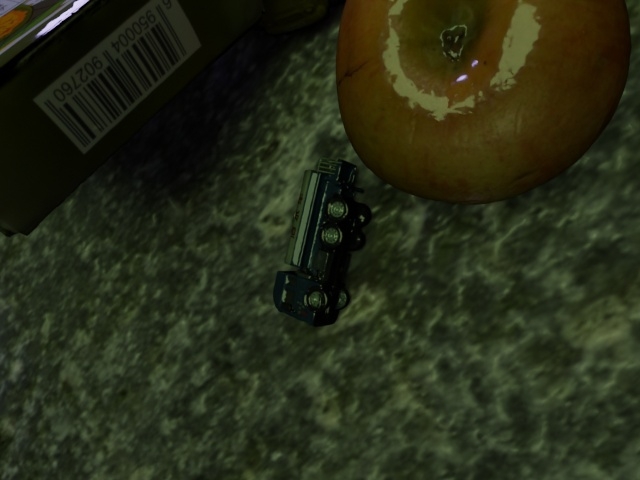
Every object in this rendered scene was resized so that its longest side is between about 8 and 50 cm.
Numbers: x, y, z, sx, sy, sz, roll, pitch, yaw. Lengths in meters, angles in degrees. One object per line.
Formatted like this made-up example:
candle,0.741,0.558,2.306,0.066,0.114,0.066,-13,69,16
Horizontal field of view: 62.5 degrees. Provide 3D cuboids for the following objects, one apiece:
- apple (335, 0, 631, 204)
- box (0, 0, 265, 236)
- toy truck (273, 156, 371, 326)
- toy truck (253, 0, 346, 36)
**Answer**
apple,0.143,-0.173,0.510,0.286,0.233,0.286,0,90,22
box,-0.335,-0.241,0.613,0.420,0.138,0.373,27,67,34
toy truck,0.000,0.000,0.650,0.088,0.074,0.202,15,94,26
toy truck,-0.061,-0.376,0.634,0.147,0.165,0.224,-9,87,22
